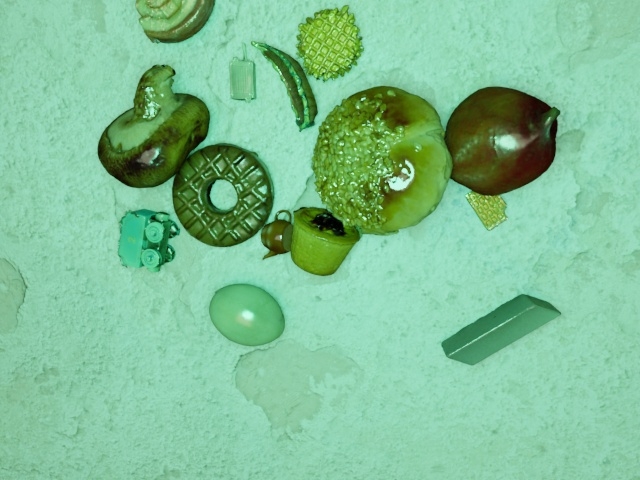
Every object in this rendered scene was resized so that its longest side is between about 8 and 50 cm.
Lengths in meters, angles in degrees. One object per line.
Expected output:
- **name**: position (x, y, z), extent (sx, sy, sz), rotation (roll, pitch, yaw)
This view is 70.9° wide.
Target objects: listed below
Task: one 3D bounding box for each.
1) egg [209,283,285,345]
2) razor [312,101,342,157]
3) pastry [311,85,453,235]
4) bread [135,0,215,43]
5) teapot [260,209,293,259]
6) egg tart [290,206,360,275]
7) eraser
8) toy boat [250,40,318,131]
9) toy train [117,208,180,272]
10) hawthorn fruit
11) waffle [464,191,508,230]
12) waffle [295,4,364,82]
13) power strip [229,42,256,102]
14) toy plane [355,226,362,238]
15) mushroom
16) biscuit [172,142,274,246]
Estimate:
- **egg**: position (-0.232, 0.236, 1.427), extent (0.253, 0.186, 0.187), rotation (27, 103, 1)
- **razor**: position (0.032, -0.330, 1.369), extent (0.066, 0.033, 0.190), rotation (15, 104, -43)
- **pastry**: position (0.148, -0.212, 1.213), extent (0.409, 0.245, 0.410), rotation (2, 93, 42)
- **bread**: position (-0.426, -0.678, 1.308), extent (0.190, 0.123, 0.244), rotation (45, 103, -5)
- **teapot**: position (-0.140, -0.018, 1.417), extent (0.116, 0.116, 0.173), rotation (13, 75, 4)
- **egg tart**: position (0.000, 0.000, 1.355), extent (0.215, 0.215, 0.171), rotation (23, 113, 2)
- **eraser**: position (0.547, 0.274, 1.385), extent (0.352, 0.111, 0.077), rotation (-34, 97, 11)
- **toy boat**: position (-0.091, -0.468, 1.322), extent (0.099, 0.108, 0.293), rotation (-31, 97, -15)
- **toy train**: position (-0.561, -0.002, 1.462), extent (0.162, 0.112, 0.204), rotation (15, 102, 10)
- **hawthorn fruit**: position (0.474, -0.256, 1.197), extent (0.294, 0.311, 0.295), rotation (-7, 119, -14)
- **waffle**: position (0.509, -0.106, 1.361), extent (0.092, 0.021, 0.135), rotation (-36, 95, 11)
- **waffle**: position (0.023, -0.567, 1.307), extent (0.197, 0.070, 0.193), rotation (-21, 98, 13)
- **power strip**: position (-0.234, -0.505, 1.359), extent (0.075, 0.042, 0.175), rotation (2, 100, 6)
- **toy plane**: position (0.131, -0.047, 1.407), extent (0.102, 0.040, 0.111), rotation (24, 101, 21)
- **mushroom**: position (-0.500, -0.324, 1.299), extent (0.345, 0.346, 0.260), rotation (-17, 134, 9)
- **biscuit**: position (-0.306, -0.140, 1.408), extent (0.331, 0.103, 0.332), rotation (1, 101, 5)
